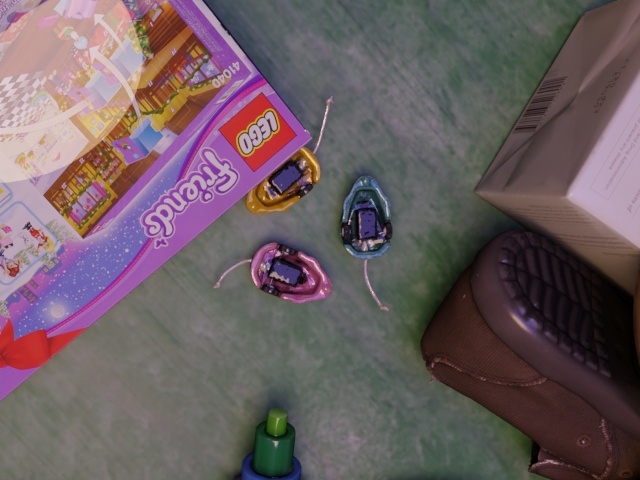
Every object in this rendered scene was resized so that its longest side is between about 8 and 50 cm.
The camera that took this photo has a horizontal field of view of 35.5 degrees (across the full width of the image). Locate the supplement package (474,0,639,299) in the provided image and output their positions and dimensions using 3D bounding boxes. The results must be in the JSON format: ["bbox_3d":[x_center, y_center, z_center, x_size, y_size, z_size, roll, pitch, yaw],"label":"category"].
[{"bbox_3d":[0.299,-0.028,0.733,0.293,0.175,0.177,33,86,-11],"label":"supplement package"}]

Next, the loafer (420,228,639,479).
[{"bbox_3d":[0.222,0.131,0.767,0.366,0.130,0.134,40,42,-17],"label":"loafer"}]

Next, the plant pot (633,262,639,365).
[{"bbox_3d":[0.321,0.047,0.598,0.237,0.110,0.237,-1,96,-10],"label":"plant pot"}]

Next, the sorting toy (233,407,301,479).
[{"bbox_3d":[0.114,0.179,0.692,0.365,0.127,0.126,9,112,6],"label":"sorting toy"}]

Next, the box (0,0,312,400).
[{"bbox_3d":[-0.180,-0.053,0.658,0.293,0.057,0.201,-40,111,-1],"label":"box"}]

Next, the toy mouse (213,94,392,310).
[{"bbox_3d":[0.000,0.000,0.746,0.143,0.031,0.161,45,83,-9],"label":"toy mouse"}]
